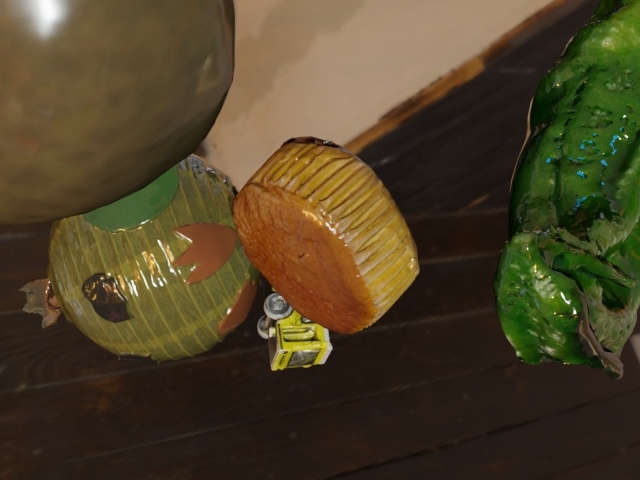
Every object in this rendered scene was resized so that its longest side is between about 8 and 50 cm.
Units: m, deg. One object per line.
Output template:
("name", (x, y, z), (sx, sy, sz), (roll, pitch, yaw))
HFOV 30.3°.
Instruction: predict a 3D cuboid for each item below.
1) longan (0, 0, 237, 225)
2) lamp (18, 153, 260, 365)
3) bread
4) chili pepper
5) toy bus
("longan", (-0.213, -0.150, 0.805), (0.288, 0.350, 0.289), (-1, 92, -46))
("lamp", (-0.208, 0.022, 1.317), (0.250, 0.284, 0.250), (-21, 90, -88))
("bread", (0.000, 0.000, 1.188), (0.199, 0.199, 0.104), (50, 60, -9))
("chili pepper", (0.112, -0.040, 0.461), (0.065, 0.122, 0.279), (20, 49, 7))
("toy bus", (-0.039, 0.034, 1.365), (0.074, 0.081, 0.226), (-1, 64, -13))
